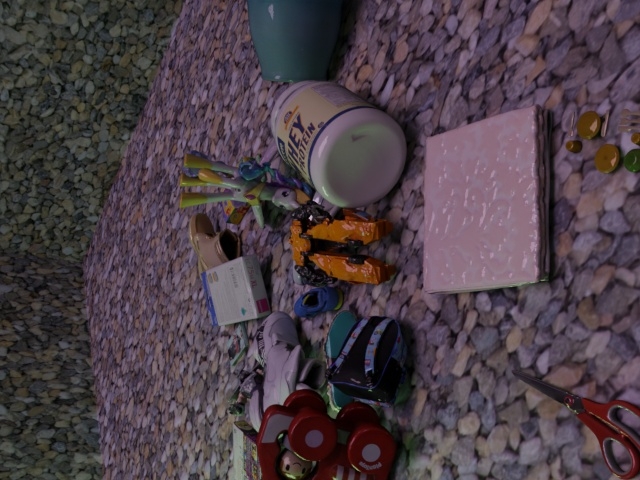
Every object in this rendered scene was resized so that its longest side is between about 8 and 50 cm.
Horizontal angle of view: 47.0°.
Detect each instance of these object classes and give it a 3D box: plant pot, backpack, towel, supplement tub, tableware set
[{"bbox_3d":[-0.069,-0.562,1.996,0.271,0.271,0.255,31,124,57],"label":"plant pot"},{"bbox_3d":[0.115,0.254,1.585,0.158,0.117,0.173,-2,52,45],"label":"backpack"},{"bbox_3d":[0.310,-0.068,1.415,0.317,0.053,0.332,-11,73,57],"label":"towel"},{"bbox_3d":[0.031,-0.239,1.743,0.325,0.235,0.235,47,122,53],"label":"supplement tub"},{"bbox_3d":[0.469,-0.162,1.209,0.154,0.024,0.104,14,98,58],"label":"tableware set"}]

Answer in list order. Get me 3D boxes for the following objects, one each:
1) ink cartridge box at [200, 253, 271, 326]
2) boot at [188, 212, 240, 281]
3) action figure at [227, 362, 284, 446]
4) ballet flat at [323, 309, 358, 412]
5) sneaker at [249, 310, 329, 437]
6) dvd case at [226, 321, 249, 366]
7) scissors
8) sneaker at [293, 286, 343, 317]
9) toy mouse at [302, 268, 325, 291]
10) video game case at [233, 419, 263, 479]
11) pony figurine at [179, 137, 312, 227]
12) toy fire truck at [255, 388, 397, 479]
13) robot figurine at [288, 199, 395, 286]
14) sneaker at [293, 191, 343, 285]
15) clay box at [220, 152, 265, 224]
[{"bbox_3d":[-0.266,0.159,2.255,0.311,0.065,0.186,-19,84,53],"label":"ink cartridge box"},{"bbox_3d":[-0.350,-0.004,2.439,0.203,0.095,0.262,-40,56,49],"label":"boot"},{"bbox_3d":[-0.160,0.427,2.006,0.185,0.099,0.285,-57,43,6],"label":"action figure"},{"bbox_3d":[0.049,0.287,1.734,0.077,0.091,0.241,89,-175,-74],"label":"ballet flat"},{"bbox_3d":[-0.064,0.300,1.844,0.210,0.137,0.366,-39,32,34],"label":"sneaker"},{"bbox_3d":[-0.258,0.323,2.289,0.119,0.013,0.087,-53,40,37],"label":"dvd case"},{"bbox_3d":[0.420,0.258,1.184,0.297,0.021,0.109,49,126,53],"label":"scissors"},{"bbox_3d":[-0.028,0.156,1.888,0.209,0.082,0.069,-22,66,57],"label":"sneaker"},{"bbox_3d":[-0.033,0.079,1.963,0.143,0.031,0.161,-64,35,26],"label":"toy mouse"},{"bbox_3d":[-0.182,0.636,2.010,0.210,0.042,0.232,13,105,60],"label":"video game case"},{"bbox_3d":[-0.209,-0.160,2.080,0.351,0.363,0.303,-116,35,-66],"label":"pony figurine"},{"bbox_3d":[0.008,0.469,1.548,0.169,0.302,0.254,-144,70,-78],"label":"toy fire truck"},{"bbox_3d":[0.039,0.013,1.724,0.291,0.085,0.211,9,107,45],"label":"robot figurine"},{"bbox_3d":[0.000,0.000,1.862,0.091,0.094,0.258,20,103,17],"label":"sneaker"},{"bbox_3d":[-0.253,-0.170,2.371,0.222,0.053,0.127,-54,41,39],"label":"clay box"}]
